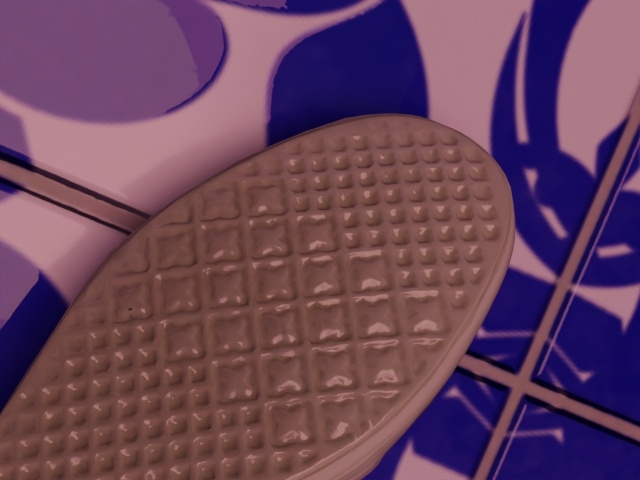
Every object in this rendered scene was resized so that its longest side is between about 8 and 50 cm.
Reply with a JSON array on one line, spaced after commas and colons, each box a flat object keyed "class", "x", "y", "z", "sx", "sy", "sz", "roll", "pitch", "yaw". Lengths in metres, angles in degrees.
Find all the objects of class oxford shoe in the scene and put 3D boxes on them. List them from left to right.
[{"class": "oxford shoe", "x": -0.073, "y": 0.114, "z": 0.559, "sx": 0.169, "sy": 0.130, "sz": 0.449, "roll": 37, "pitch": 77, "yaw": 19}]
